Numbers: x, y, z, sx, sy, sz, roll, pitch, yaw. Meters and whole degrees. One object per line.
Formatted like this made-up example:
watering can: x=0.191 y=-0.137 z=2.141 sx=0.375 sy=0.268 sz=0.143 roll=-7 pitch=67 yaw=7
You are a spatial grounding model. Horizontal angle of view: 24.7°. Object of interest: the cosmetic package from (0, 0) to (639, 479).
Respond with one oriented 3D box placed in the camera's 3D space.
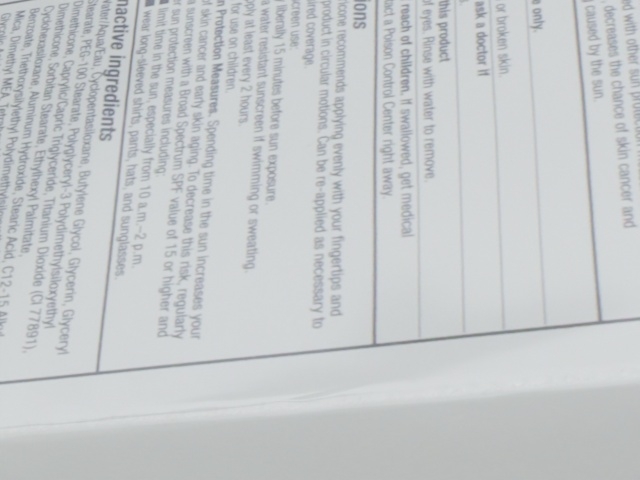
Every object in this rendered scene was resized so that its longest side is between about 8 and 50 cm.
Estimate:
cosmetic package: x=0.000 y=0.000 z=0.418 sx=0.310 sy=0.113 sz=0.160 roll=-5 pitch=59 yaw=14
